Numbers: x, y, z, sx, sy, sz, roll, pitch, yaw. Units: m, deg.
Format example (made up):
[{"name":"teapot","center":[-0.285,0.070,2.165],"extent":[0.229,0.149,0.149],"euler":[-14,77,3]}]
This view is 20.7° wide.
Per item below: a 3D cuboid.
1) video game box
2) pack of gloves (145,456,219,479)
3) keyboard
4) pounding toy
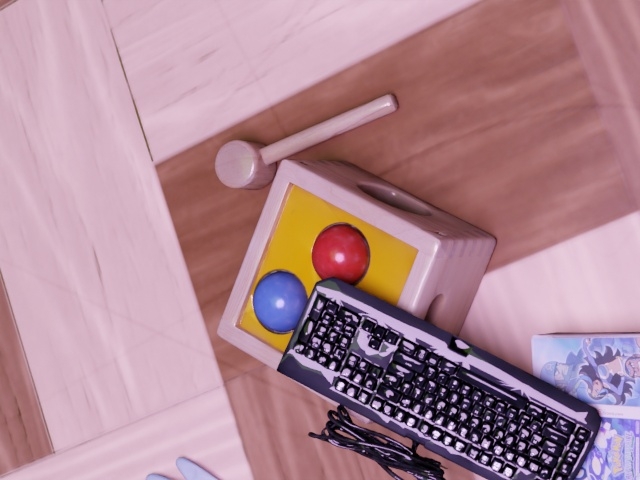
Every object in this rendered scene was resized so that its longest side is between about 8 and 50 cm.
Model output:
[{"name":"video game box","center":[0.220,0.155,1.033],"extent":[0.187,0.048,0.205],"euler":[-2,89,30]},{"name":"pack of gloves","center":[-0.071,0.275,1.216],"extent":[0.232,0.046,0.195],"euler":[26,105,28]},{"name":"keyboard","center":[0.063,0.105,1.050],"extent":[0.192,0.038,0.100],"euler":[26,107,11]},{"name":"pounding toy","center":[-0.001,-0.011,1.139],"extent":[0.206,0.094,0.181],"euler":[28,105,28]}]
